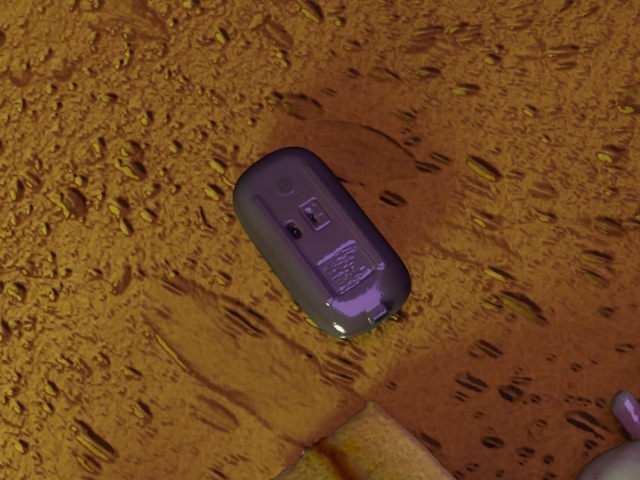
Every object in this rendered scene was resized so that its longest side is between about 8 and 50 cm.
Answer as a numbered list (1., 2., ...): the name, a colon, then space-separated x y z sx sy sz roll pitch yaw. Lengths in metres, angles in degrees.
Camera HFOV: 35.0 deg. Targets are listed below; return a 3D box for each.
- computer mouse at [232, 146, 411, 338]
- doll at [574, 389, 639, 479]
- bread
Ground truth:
1. computer mouse: 0.000 0.000 1.091 0.120 0.057 0.232 -35 69 -9
2. doll: 0.325 0.234 0.963 0.154 0.113 0.275 26 81 21
3. bread: 0.091 0.310 0.984 0.167 0.163 0.264 -36 41 -8
